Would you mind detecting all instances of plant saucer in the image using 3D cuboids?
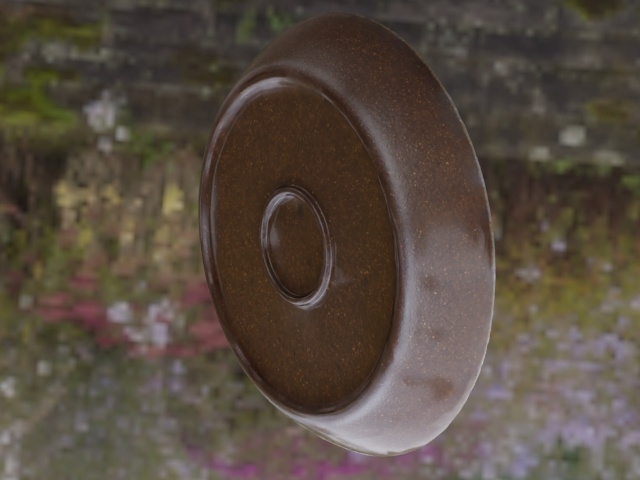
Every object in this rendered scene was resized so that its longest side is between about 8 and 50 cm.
[{"bbox_3d":[0.000,0.000,0.705,0.029,0.168,0.168,-9,-175,-34],"label":"plant saucer"}]
